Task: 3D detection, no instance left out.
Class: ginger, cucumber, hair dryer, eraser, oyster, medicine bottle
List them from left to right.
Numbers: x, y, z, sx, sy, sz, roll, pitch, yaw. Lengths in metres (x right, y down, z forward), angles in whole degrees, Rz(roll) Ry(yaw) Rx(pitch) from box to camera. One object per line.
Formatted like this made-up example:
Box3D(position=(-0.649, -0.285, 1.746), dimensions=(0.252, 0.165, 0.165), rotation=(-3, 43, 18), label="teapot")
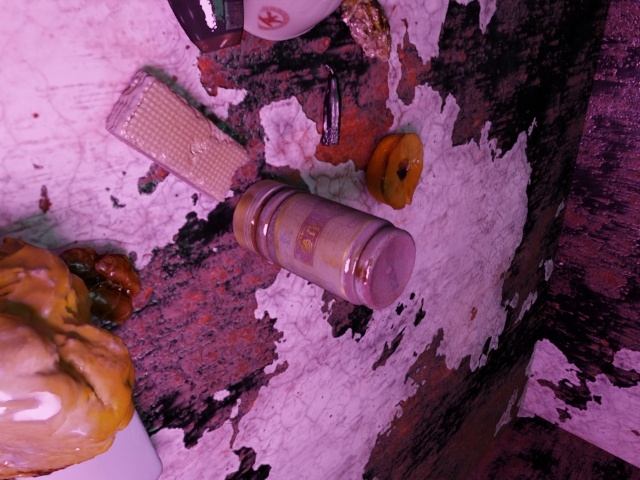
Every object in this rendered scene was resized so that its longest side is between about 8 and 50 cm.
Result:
Box3D(position=(-0.379, 0.331, 0.819), dimensions=(0.189, 0.104, 0.290), rotation=(-30, 128, -30), label="eraser")
Box3D(position=(-0.332, 0.061, 0.767), dimensions=(0.162, 0.073, 0.103), rotation=(36, 79, -50), label="ginger")
Box3D(position=(-0.068, -0.413, 0.645), dimensions=(0.120, 0.360, 0.303), rotation=(-47, 133, -56), label="hair dryer")
Box3D(position=(0.000, 0.000, 0.923), dimensions=(0.151, 0.322, 0.151), rotation=(-26, 126, -41), label="medicine bottle")
Box3D(position=(0.025, -0.274, 1.053), dimensions=(0.039, 0.043, 0.163), rotation=(-75, 170, -66), label="cucumber")
Box3D(position=(0.103, -0.442, 1.052), dimensions=(0.105, 0.056, 0.177), rotation=(-53, 135, -30), label="oyster")

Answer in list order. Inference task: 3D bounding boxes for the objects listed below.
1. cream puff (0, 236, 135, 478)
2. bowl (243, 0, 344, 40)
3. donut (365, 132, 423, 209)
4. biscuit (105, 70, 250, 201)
Box3D(position=(-0.380, 0.123, 0.594), dimensions=(0.325, 0.257, 0.291), rotation=(4, 147, -18), label="cream puff")
Box3D(position=(-0.020, -0.488, 0.802), dimensions=(0.337, 0.158, 0.337), rotation=(-23, 123, -41), label="bowl")
Box3D(position=(0.178, -0.173, 1.249), dimensions=(0.174, 0.075, 0.190), rotation=(19, 89, -50), label="donut")
Box3D(position=(-0.212, -0.155, 0.813), dimensions=(0.239, 0.062, 0.108), rotation=(37, 79, -51), label="biscuit")
